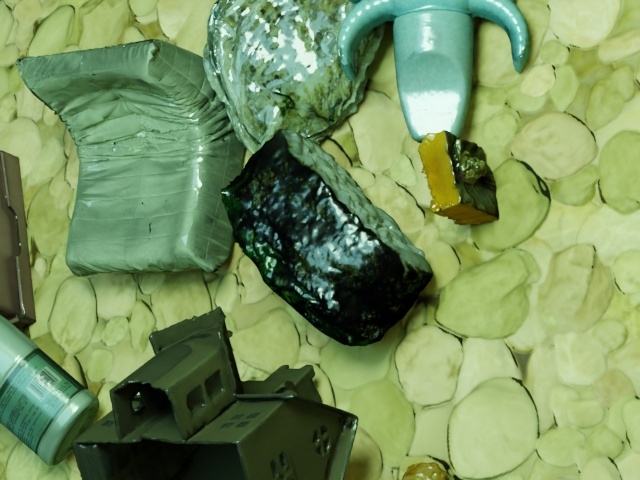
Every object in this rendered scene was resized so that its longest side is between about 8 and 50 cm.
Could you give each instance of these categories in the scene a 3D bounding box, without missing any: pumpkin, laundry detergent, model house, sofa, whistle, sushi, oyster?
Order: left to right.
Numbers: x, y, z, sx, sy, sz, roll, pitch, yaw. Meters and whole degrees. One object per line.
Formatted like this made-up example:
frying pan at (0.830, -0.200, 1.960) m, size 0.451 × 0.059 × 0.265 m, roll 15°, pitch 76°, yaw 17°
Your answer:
laundry detergent at (-0.348, 0.141, 1.885) m, size 0.226 × 0.070 × 0.099 m, roll 38°, pitch 122°, yaw 13°
sofa at (-0.203, -0.081, 1.822) m, size 0.210 × 0.176 × 0.225 m, roll 0°, pitch 77°, yaw 35°
model house at (-0.082, 0.164, 1.623) m, size 0.211 × 0.243 × 0.204 m, roll -2°, pitch 110°, yaw 32°
oyster at (-0.026, -0.210, 1.785) m, size 0.198 × 0.112 × 0.267 m, roll 40°, pitch 94°, yaw 14°
sushi at (0.000, 0.000, 1.683) m, size 0.127 × 0.124 × 0.225 m, roll -47°, pitch 63°, yaw 12°
whistle at (0.110, -0.229, 1.694) m, size 0.186 × 0.093 × 0.274 m, roll -3°, pitch 78°, yaw 8°
pumpkin at (0.135, -0.061, 1.641) m, size 0.054 × 0.074 × 0.083 m, roll -25°, pitch 67°, yaw 32°

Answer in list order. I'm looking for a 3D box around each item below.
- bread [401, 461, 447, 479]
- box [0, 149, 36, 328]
bread at (0.106, 0.280, 1.590) m, size 0.052 × 0.044 × 0.157 m, roll -27°, pitch 63°, yaw 34°
box at (-0.444, 0.021, 2.023) m, size 0.215 × 0.086 × 0.215 m, roll -22°, pitch 67°, yaw 29°
